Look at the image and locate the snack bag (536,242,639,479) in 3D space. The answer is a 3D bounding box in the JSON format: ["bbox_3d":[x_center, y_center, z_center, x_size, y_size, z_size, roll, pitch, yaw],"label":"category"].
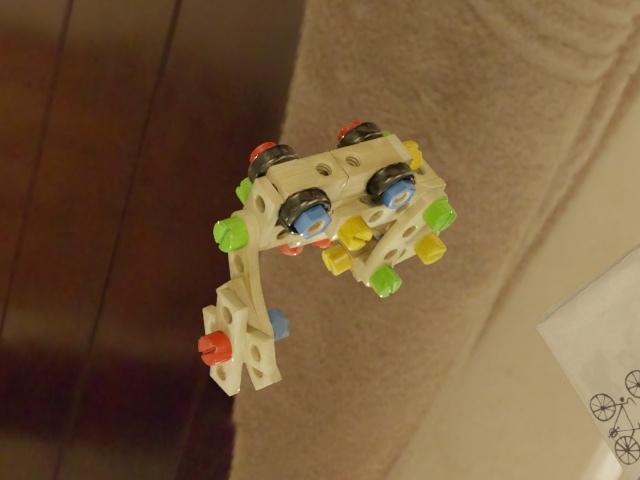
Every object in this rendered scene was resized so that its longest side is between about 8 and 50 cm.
[{"bbox_3d":[0.437,0.126,1.253,0.037,0.342,0.323,5,-129,-49],"label":"snack bag"}]

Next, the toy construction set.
[{"bbox_3d":[0.000,0.000,1.105,0.151,0.215,0.328,42,-132,15],"label":"toy construction set"}]
